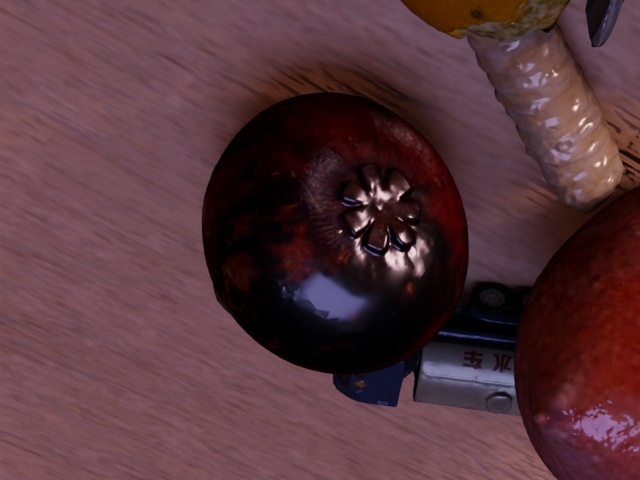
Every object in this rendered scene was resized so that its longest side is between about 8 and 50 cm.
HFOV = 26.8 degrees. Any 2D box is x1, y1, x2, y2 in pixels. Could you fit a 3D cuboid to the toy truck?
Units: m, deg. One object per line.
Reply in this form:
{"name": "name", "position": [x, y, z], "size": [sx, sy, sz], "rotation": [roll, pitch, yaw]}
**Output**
{"name": "toy truck", "position": [0.108, 0.085, 0.976], "size": [0.201, 0.088, 0.074], "rotation": [8, 135, 0]}

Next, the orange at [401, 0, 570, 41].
{"name": "orange", "position": [0.071, -0.184, 0.665], "size": [0.112, 0.170, 0.160], "rotation": [12, 103, -30]}

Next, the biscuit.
{"name": "biscuit", "position": [0.124, -0.108, 0.811], "size": [0.055, 0.061, 0.219], "rotation": [-3, 137, 39]}

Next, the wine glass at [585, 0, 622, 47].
{"name": "wine glass", "position": [0.261, -0.140, 0.736], "size": [0.222, 0.103, 0.103], "rotation": [7, 134, 1]}

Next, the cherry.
{"name": "cherry", "position": [0.224, 0.072, 0.850], "size": [0.239, 0.206, 0.239], "rotation": [-2, 108, -7]}

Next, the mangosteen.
{"name": "mangosteen", "position": [0.000, 0.000, 0.866], "size": [0.200, 0.200, 0.200], "rotation": [3, 133, 3]}
